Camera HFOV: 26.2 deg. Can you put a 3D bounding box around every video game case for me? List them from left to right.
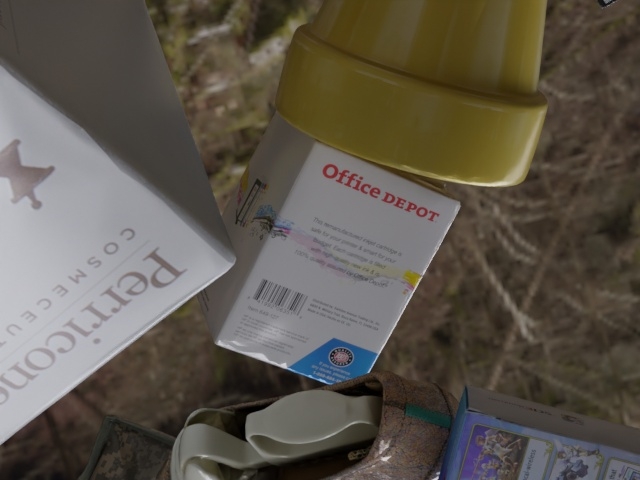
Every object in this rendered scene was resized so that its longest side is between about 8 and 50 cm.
[{"bbox_3d":[0.184,0.258,0.961,0.244,0.269,0.061,14,-166,0],"label":"video game case"}]

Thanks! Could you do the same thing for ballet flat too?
[{"bbox_3d":[-0.040,0.157,1.055,0.316,0.107,0.106,-22,147,33],"label":"ballet flat"}]

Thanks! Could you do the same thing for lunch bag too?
[{"bbox_3d":[-0.111,0.337,1.535,0.287,0.169,0.235,18,163,23],"label":"lunch bag"}]

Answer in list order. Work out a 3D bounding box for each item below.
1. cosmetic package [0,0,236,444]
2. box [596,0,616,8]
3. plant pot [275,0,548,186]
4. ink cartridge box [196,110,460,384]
[{"bbox_3d":[-0.321,-0.091,0.847,0.329,0.394,0.327,-38,-137,13],"label":"cosmetic package"},{"bbox_3d":[0.203,-0.176,0.817,0.083,0.018,0.067,-29,-165,34],"label":"box"},{"bbox_3d":[0.108,-0.203,1.289,0.254,0.239,0.254,16,-164,-4],"label":"plant pot"},{"bbox_3d":[0.000,0.000,1.417,0.171,0.232,0.168,23,-164,-22],"label":"ink cartridge box"}]
